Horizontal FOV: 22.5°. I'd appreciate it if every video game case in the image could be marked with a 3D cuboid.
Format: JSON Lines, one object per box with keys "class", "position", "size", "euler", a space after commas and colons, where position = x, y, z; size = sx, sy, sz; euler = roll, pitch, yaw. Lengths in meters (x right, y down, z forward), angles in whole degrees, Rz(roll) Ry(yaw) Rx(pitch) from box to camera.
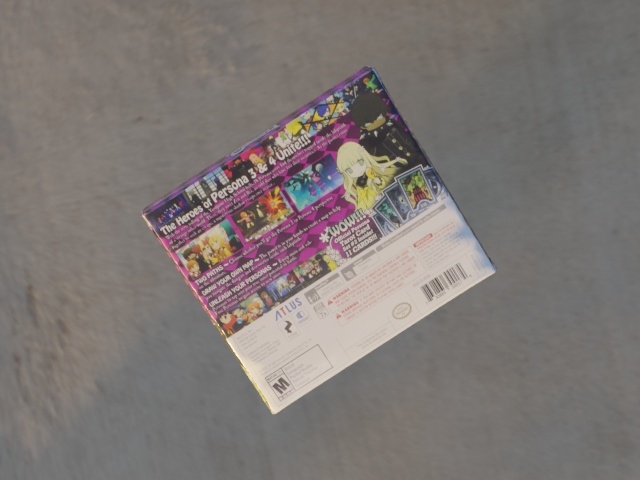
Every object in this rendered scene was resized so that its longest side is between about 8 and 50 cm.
{"class": "video game case", "position": [0.000, 0.000, 1.369], "size": [0.232, 0.042, 0.210], "euler": [-33, 103, -2]}
